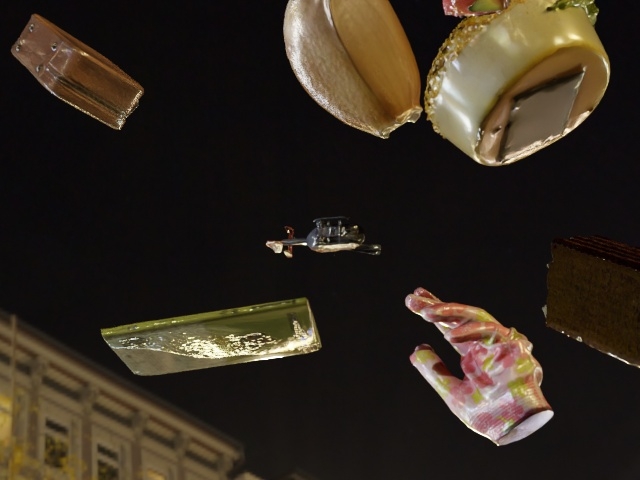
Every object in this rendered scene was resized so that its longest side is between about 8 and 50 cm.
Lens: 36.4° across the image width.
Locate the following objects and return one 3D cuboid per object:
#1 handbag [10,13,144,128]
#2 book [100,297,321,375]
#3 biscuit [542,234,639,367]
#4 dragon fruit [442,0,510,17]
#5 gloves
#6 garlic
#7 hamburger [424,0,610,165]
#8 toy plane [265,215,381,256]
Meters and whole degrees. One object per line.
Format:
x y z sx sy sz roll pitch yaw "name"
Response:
-0.330 -0.229 1.331 0.151 0.193 0.072 29 -85 -44 "handbag"
-0.183 0.171 1.692 0.352 0.035 0.239 -8 -24 2 "book"
0.322 0.067 0.985 0.070 0.252 0.106 -4 -78 -24 "biscuit"
0.114 -0.209 0.732 0.056 0.083 0.060 -3 -49 20 "dragon fruit"
0.210 0.157 1.330 0.126 0.241 0.145 -17 -31 -17 "gloves"
0.021 -0.205 0.998 0.115 0.128 0.206 -11 -44 26 "garlic"
0.291 -0.250 1.464 0.294 0.179 0.276 -25 -30 -13 "hamburger"
0.000 0.000 1.218 0.145 0.037 0.060 -4 -22 15 "toy plane"
